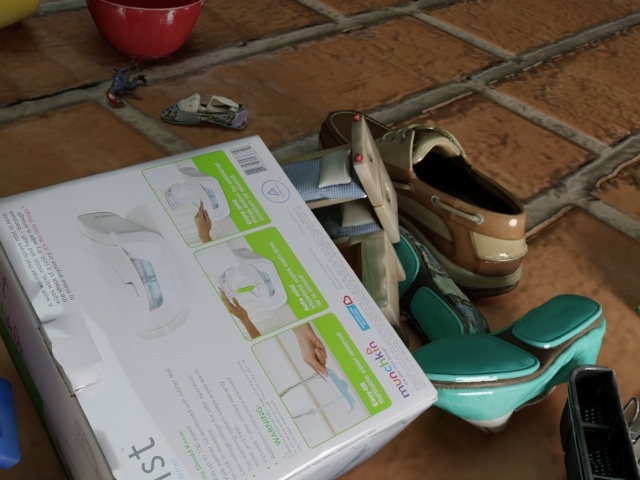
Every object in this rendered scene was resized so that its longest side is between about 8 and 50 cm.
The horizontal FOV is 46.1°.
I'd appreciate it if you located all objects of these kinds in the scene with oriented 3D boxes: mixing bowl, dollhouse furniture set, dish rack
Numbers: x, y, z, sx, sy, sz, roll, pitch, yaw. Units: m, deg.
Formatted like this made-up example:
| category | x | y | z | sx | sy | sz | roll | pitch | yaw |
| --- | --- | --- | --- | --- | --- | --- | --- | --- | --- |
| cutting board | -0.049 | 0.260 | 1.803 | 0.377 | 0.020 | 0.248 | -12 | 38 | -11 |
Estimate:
| category | x | y | z | sx | sy | sz | roll | pitch | yaw |
| --- | --- | --- | --- | --- | --- | --- | --- | --- | --- |
| mixing bowl | -0.262 | -0.334 | 1.118 | 0.181 | 0.098 | 0.181 | 7 | 38 | -6 |
| dollhouse furniture set | 0.000 | 0.000 | 0.704 | 0.129 | 0.129 | 0.184 | -12 | 51 | 16 |
| dish rack | 0.321 | 0.213 | 0.574 | 0.271 | 0.074 | 0.208 | 11 | 38 | 0 |

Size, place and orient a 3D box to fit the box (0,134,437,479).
| category | x | y | z | sx | sy | sz | roll | pitch | yaw |
| --- | --- | --- | --- | --- | --- | --- | --- | --- | --- |
| box | -0.090 | 0.073 | 0.553 | 0.231 | 0.127 | 0.262 | -21 | 65 | -33 |

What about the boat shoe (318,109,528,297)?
| category | x | y | z | sx | sy | sz | roll | pitch | yaw |
| --- | --- | --- | --- | --- | --- | --- | --- | --- | --- |
| boat shoe | 0.119 | -0.074 | 0.857 | 0.122 | 0.120 | 0.324 | -17 | 45 | -32 |

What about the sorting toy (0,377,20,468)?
| category | x | y | z | sx | sy | sz | roll | pitch | yaw |
| --- | --- | --- | --- | --- | --- | --- | --- | --- | --- |
| sorting toy | -0.175 | 0.213 | 0.373 | 0.047 | 0.196 | 0.348 | -35 | 65 | 10 |

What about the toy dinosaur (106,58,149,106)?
| category | x | y | z | sx | sy | sz | roll | pitch | yaw |
| --- | --- | --- | --- | --- | --- | --- | --- | --- | --- |
| toy dinosaur | -0.269 | -0.207 | 1.019 | 0.090 | 0.047 | 0.082 | -4 | 34 | 40 |

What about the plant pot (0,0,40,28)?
| category | x | y | z | sx | sy | sz | roll | pitch | yaw |
| --- | --- | --- | --- | --- | --- | --- | --- | --- | --- |
| plant pot | -0.549 | -0.376 | 1.004 | 0.239 | 0.254 | 0.254 | -36 | 56 | -25 |

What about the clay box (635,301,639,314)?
| category | x | y | z | sx | sy | sz | roll | pitch | yaw |
| --- | --- | --- | --- | --- | --- | --- | --- | --- | --- |
| clay box | 0.453 | 0.106 | 0.762 | 0.127 | 0.053 | 0.222 | -16 | 46 | -31 |

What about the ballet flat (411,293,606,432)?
| category | x | y | z | sx | sy | sz | roll | pitch | yaw |
| --- | --- | --- | --- | --- | --- | --- | --- | --- | --- |
| ballet flat | 0.163 | 0.116 | 0.642 | 0.247 | 0.087 | 0.083 | -14 | 24 | -38 |

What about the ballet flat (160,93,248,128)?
| category | x | y | z | sx | sy | sz | roll | pitch | yaw |
| --- | --- | --- | --- | --- | --- | --- | --- | --- | --- |
| ballet flat | -0.151 | -0.173 | 0.986 | 0.114 | 0.041 | 0.041 | 5 | 37 | -8 |

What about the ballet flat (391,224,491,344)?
| category | x | y | z | sx | sy | sz | roll | pitch | yaw |
| --- | --- | --- | --- | --- | --- | --- | --- | --- | --- |
| ballet flat | 0.107 | 0.052 | 0.751 | 0.070 | 0.070 | 0.188 | -7 | 42 | -22 |
